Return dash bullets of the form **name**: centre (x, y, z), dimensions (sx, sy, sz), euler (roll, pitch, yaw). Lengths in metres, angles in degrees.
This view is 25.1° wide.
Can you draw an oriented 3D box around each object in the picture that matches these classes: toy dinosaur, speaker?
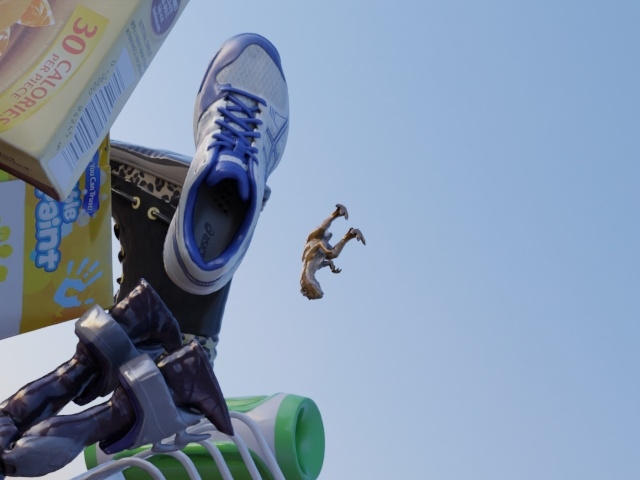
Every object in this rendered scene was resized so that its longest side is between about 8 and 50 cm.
- **toy dinosaur**: centre (0.000, 0.000, 1.916), dimensions (0.064, 0.112, 0.211), euler (47, 22, -17)
- **speaker**: centre (-0.150, 0.262, 1.848), dimensions (0.297, 0.131, 0.131), euler (-5, -44, 21)

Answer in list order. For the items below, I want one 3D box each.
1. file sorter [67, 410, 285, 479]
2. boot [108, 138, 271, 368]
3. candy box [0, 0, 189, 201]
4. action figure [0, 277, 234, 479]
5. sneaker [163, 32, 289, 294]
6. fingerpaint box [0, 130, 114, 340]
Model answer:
- **file sorter**: centre (-0.132, 0.269, 1.223), dimensions (0.192, 0.173, 0.278), euler (63, 13, 5)
- **boot**: centre (-0.255, 0.012, 1.990), dimensions (0.377, 0.284, 0.138), euler (16, 6, 29)
- **candy box**: centre (-0.170, -0.206, 0.937), dimensions (0.183, 0.316, 0.087), euler (27, -16, 8)
- **action figure**: centre (-0.211, 0.142, 0.993), dimensions (0.185, 0.285, 0.099), euler (44, -26, 48)
- **sneaker**: centre (-0.088, -0.087, 1.545), dimensions (0.112, 0.296, 0.131), euler (12, -9, -11)
- **fingerpaint box**: centre (-0.410, -0.109, 1.466), dimensions (0.163, 0.371, 0.444), euler (32, -51, 45)
